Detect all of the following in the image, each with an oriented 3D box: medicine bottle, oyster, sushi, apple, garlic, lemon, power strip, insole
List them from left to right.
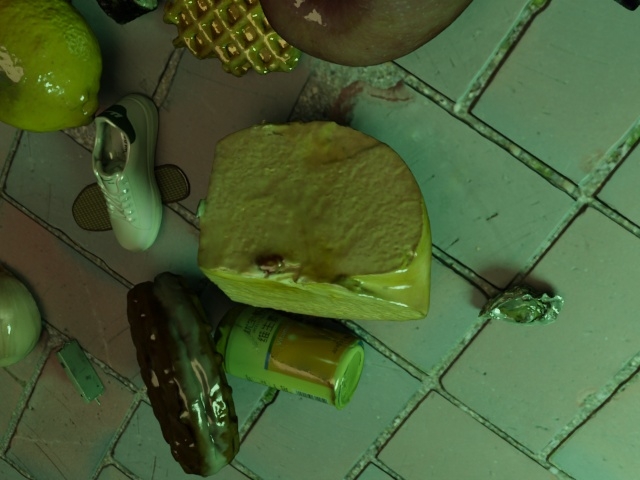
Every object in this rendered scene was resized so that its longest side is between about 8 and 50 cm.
[{"bbox_3d":[-0.575,0.149,1.595,0.115,0.128,0.206,8,111,-7],"label":"garlic"},{"bbox_3d":[-0.429,-0.268,1.266,0.204,0.204,0.260,-35,105,32],"label":"lemon"},{"bbox_3d":[-0.446,0.250,1.612,0.019,0.051,0.136,-18,107,33],"label":"power strip"},{"bbox_3d":[-0.291,-0.384,1.222,0.078,0.090,0.150,-20,103,25],"label":"sushi"},{"bbox_3d":[-0.321,-0.071,1.433,0.253,0.005,0.086,-17,107,28],"label":"insole"},{"bbox_3d":[-0.056,0.180,1.375,0.239,0.124,0.124,15,119,17],"label":"medicine bottle"},{"bbox_3d":[0.000,0.000,1.192,0.309,0.252,0.314,4,118,9],"label":"apple"},{"bbox_3d":[0.052,-0.348,0.985,0.306,0.235,0.305,26,141,23],"label":"apple"},{"bbox_3d":[0.291,0.095,1.244,0.100,0.037,0.098,16,140,-8],"label":"oyster"}]

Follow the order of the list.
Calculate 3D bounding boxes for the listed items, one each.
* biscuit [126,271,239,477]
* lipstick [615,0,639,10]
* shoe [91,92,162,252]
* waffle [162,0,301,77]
[{"bbox_3d":[-0.222,0.209,1.374,0.103,0.332,0.331,-16,114,-19],"label":"biscuit"},{"bbox_3d":[0.267,-0.378,0.995,0.300,0.081,0.081,40,123,7],"label":"lipstick"},{"bbox_3d":[-0.314,-0.094,1.353,0.095,0.110,0.264,12,113,18],"label":"shoe"},{"bbox_3d":[-0.115,-0.350,1.187,0.245,0.052,0.254,18,120,15],"label":"waffle"}]
